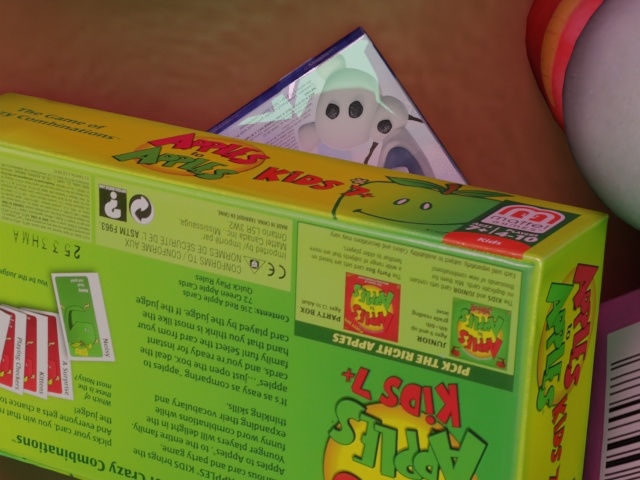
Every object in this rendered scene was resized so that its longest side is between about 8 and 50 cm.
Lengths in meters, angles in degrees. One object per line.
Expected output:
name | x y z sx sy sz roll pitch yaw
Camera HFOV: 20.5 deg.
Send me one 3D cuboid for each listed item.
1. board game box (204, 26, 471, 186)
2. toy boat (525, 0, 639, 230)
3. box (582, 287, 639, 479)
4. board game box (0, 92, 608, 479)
board game box | 0.000 0.000 0.516 0.090 0.020 0.090 -33 104 6
toy boat | 0.023 -0.146 0.410 0.267 0.148 0.318 -31 105 5
box | 0.191 0.129 0.444 0.243 0.117 0.213 13 72 -18
board game box | -0.021 0.023 0.459 0.181 0.043 0.092 13 112 27
